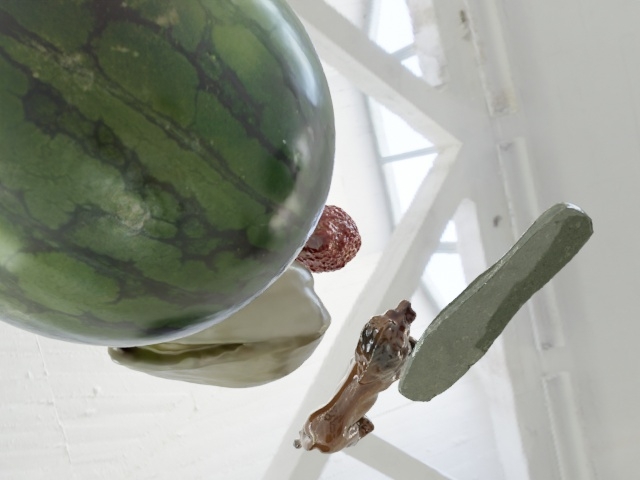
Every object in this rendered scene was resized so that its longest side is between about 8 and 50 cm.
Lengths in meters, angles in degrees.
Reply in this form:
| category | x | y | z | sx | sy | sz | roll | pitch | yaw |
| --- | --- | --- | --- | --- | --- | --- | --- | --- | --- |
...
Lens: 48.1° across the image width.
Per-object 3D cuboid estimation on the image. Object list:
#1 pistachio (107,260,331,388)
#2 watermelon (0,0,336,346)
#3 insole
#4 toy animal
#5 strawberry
| category | x | y | z | sx | sy | sz | roll | pitch | yaw |
| --- | --- | --- | --- | --- | --- | --- | --- | --- | --- |
| pistachio | -0.148 | 0.120 | 1.043 | 0.332 | 0.226 | 0.207 | -1 | -72 | -12 |
| watermelon | -0.163 | -0.086 | 0.550 | 0.364 | 0.363 | 0.362 | 0 | -90 | -23 |
| insole | 0.118 | 0.049 | 0.511 | 0.063 | 0.010 | 0.192 | 23 | -64 | -32 |
| toy animal | 0.048 | 0.213 | 1.029 | 0.097 | 0.157 | 0.312 | 37 | -80 | 19 |
| strawberry | -0.003 | -0.005 | 1.182 | 0.131 | 0.148 | 0.131 | -4 | -105 | 17 |
